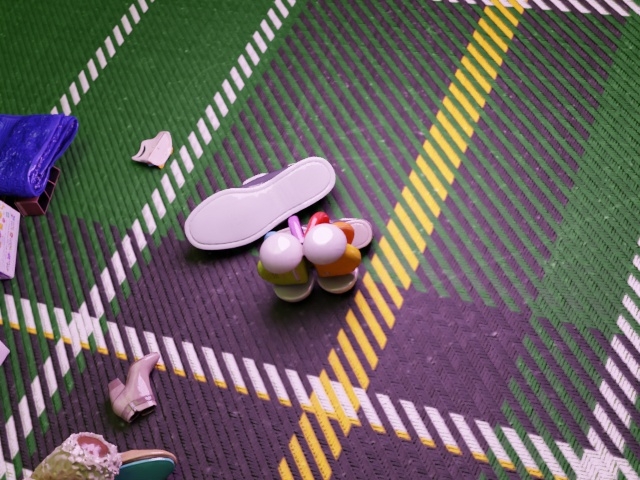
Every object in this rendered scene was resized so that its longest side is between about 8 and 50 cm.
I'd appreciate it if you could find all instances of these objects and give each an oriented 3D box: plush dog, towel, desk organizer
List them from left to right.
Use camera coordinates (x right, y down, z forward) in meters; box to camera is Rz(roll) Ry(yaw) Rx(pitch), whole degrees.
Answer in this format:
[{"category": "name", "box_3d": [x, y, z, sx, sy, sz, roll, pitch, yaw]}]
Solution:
[{"category": "towel", "box_3d": [-0.694, -0.192, 1.955, 0.308, 0.076, 0.228, 1, 49, 19]}, {"category": "desk organizer", "box_3d": [-0.600, -0.115, 1.948, 0.050, 0.047, 0.130, -2, 52, 11]}, {"category": "plush dog", "box_3d": [-0.376, 0.445, 1.328, 0.225, 0.210, 0.262, 45, 32, 10]}]

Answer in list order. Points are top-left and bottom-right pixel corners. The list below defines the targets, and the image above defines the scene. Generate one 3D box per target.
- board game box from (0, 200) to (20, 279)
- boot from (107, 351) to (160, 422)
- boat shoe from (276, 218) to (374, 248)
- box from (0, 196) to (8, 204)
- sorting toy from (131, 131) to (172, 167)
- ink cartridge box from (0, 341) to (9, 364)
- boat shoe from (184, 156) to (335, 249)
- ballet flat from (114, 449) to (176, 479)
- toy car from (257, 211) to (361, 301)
[{"category": "board game box", "box_3d": [-0.710, -0.028, 1.738, 0.142, 0.275, 0.144, -5, 70, 12]}, {"category": "boot", "box_3d": [-0.307, 0.256, 1.577, 0.118, 0.042, 0.087, -37, 58, -13]}, {"category": "boat shoe", "box_3d": [0.000, 0.000, 1.694, 0.206, 0.075, 0.065, -10, 7, 14]}, {"category": "box", "box_3d": [-0.767, -0.085, 1.973, 0.190, 0.045, 0.184, -8, 53, 9]}, {"category": "sorting toy", "box_3d": [-0.361, -0.189, 1.946, 0.075, 0.045, 0.083, 7, 55, 30]}, {"category": "ink cartridge box", "box_3d": [-0.683, 0.216, 1.599, 0.119, 0.207, 0.353, 10, 56, 21]}, {"category": "boat shoe", "box_3d": [-0.112, -0.067, 1.748, 0.302, 0.091, 0.114, -21, 94, -3]}, {"category": "ballet flat", "box_3d": [-0.344, 0.379, 1.462, 0.232, 0.080, 0.073, -25, 37, -6]}, {"category": "toy car", "box_3d": [-0.023, 0.015, 1.602, 0.182, 0.159, 0.136, -12, 57, 7]}]
